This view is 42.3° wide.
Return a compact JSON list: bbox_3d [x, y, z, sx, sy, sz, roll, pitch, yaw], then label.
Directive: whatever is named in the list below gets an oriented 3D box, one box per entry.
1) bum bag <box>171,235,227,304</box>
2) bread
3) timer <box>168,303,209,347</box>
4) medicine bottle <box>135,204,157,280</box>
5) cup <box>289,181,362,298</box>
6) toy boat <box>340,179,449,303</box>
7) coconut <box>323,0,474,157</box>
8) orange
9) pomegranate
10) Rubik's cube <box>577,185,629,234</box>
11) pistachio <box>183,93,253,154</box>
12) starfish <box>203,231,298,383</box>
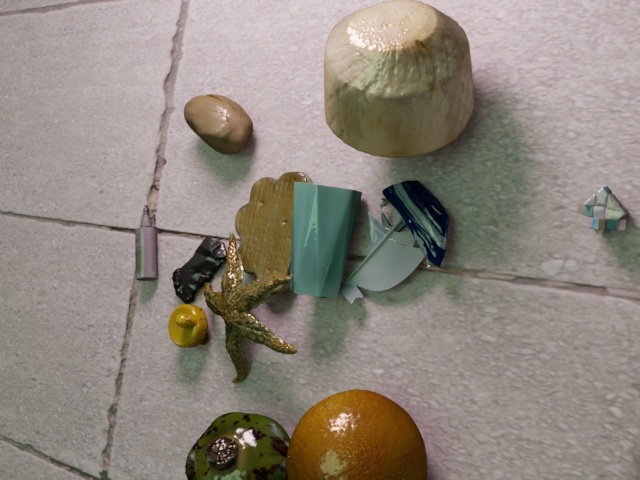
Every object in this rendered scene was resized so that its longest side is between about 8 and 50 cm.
[{"bbox_3d":[-0.302,0.069,2.030,0.198,0.049,0.087,-47,63,22],"label":"bum bag"},{"bbox_3d":[-0.110,-0.030,1.890,0.207,0.056,0.287,23,98,37],"label":"bread"},{"bbox_3d":[-0.325,0.204,1.986,0.107,0.109,0.107,-7,78,37],"label":"timer"},{"bbox_3d":[-0.453,0.004,2.152,0.057,0.057,0.199,-11,76,36],"label":"medicine bottle"},{"bbox_3d":[0.000,0.000,1.761,0.134,0.148,0.236,10,95,22],"label":"cup"},{"bbox_3d":[0.139,-0.005,1.692,0.291,0.070,0.210,-28,59,38],"label":"toy boat"},{"bbox_3d":[0.146,-0.296,1.607,0.328,0.328,0.329,-7,78,37],"label":"coconut"},{"bbox_3d":[0.070,0.420,1.550,0.274,0.274,0.274,-7,78,37],"label":"orange"},{"bbox_3d":[-0.162,0.476,1.727,0.254,0.270,0.254,-7,60,12],"label":"pomegranate"},{"bbox_3d":[0.482,-0.044,1.423,0.073,0.075,0.084,-39,62,24],"label":"Rubik's cube"},{"bbox_3d":[-0.251,-0.286,2.007,0.226,0.135,0.136,32,102,43],"label":"pistachio"},{"bbox_3d":[-0.174,0.137,1.843,0.358,0.078,0.347,-50,52,45],"label":"starfish"}]
